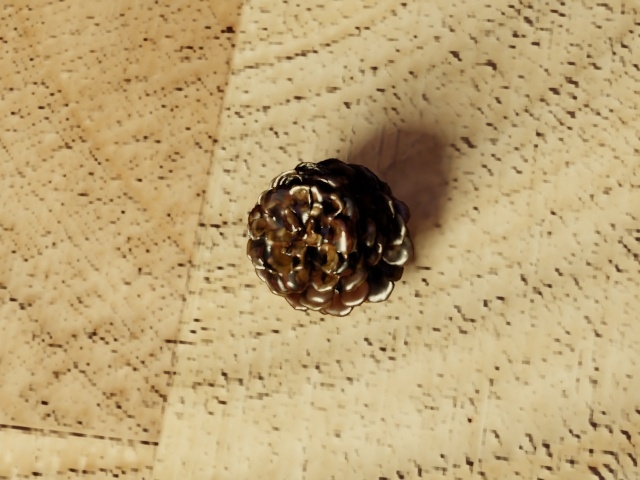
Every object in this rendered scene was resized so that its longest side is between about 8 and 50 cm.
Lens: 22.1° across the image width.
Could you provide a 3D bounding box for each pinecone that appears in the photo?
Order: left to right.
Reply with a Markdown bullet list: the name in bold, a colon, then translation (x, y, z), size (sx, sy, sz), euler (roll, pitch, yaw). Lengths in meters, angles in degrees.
- **pinecone**: translation (0.000, 0.000, 0.750), size (0.077, 0.083, 0.077), euler (6, 102, 27)
